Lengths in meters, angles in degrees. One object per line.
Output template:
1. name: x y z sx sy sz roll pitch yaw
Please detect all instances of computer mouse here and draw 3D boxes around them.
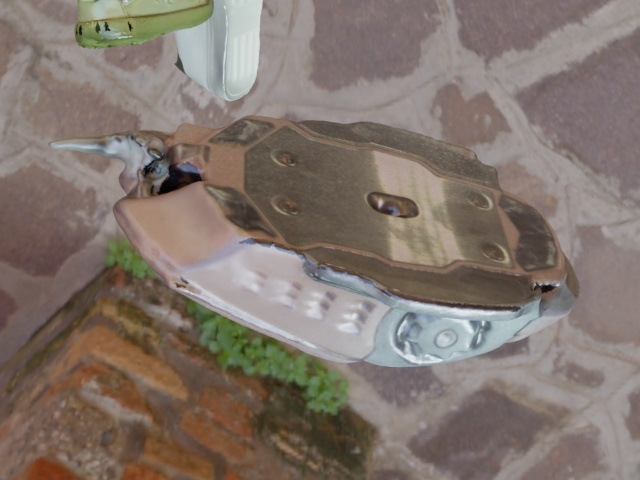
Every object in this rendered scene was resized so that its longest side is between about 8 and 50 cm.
1. computer mouse: 0.000 0.005 0.657 0.389 0.199 0.115 11 125 -12

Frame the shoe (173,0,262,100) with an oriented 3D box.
1. shoe: -0.188 -0.417 1.531 0.160 0.132 0.363 26 133 26

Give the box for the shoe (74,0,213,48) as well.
1. shoe: -0.227 -0.322 1.228 0.140 0.262 0.128 13 120 16
